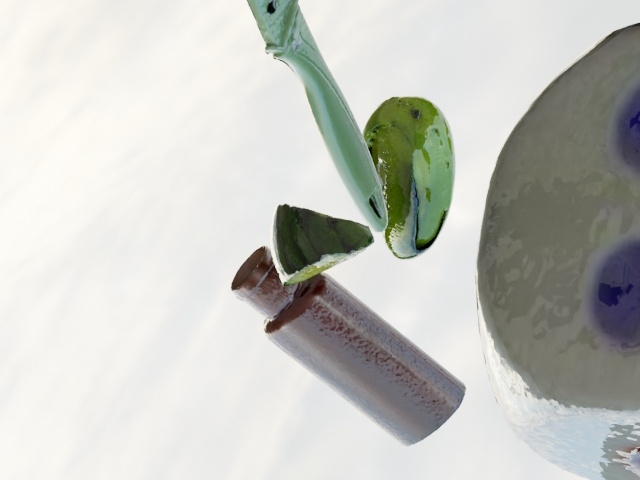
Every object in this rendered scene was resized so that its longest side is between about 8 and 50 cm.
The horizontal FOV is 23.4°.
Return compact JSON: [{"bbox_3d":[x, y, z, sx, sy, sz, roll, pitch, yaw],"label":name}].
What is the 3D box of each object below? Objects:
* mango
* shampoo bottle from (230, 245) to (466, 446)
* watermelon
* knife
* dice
[{"bbox_3d":[0.081,-0.057,1.397,0.074,0.165,0.091,-25,-139,-29],"label":"mango"},{"bbox_3d":[0.023,0.107,1.596,0.102,0.260,0.064,-42,-162,33],"label":"shampoo bottle"},{"bbox_3d":[-0.007,-0.008,1.436,0.092,0.075,0.181,-22,177,-1],"label":"watermelon"},{"bbox_3d":[-0.017,-0.115,0.897,0.020,0.293,0.043,1,-141,35],"label":"knife"},{"bbox_3d":[0.254,0.024,0.967,0.243,0.259,0.251,-3,-113,37],"label":"dice"}]
